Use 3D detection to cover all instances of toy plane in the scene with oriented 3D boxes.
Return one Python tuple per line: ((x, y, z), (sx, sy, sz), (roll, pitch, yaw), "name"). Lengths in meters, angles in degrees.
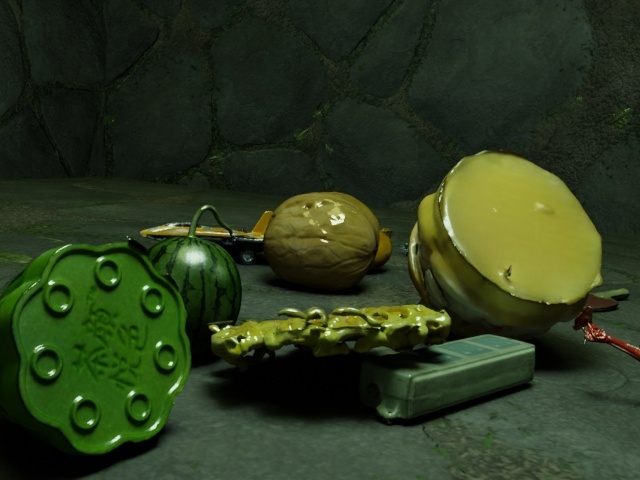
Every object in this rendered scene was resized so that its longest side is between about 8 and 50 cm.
((-0.226, 0.003, 1.451), (0.316, 0.103, 0.204), (-8, 11, -28), "toy plane")
((0.395, 0.137, 0.775), (0.194, 0.126, 0.077), (40, 43, -2), "toy plane")
((0.238, 0.023, 1.783), (0.078, 0.031, 0.083), (24, 17, 19), "toy plane")

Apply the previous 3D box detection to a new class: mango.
((0.085, 0.025, 1.480), (0.115, 0.090, 0.178), (-1, 5, 42), "mango")

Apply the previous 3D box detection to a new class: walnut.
((0.151, -0.010, 1.879), (0.091, 0.052, 0.121), (7, 6, 21), "walnut")
((0.000, 0.000, 1.284), (0.221, 0.195, 0.195), (0, 7, 15), "walnut")

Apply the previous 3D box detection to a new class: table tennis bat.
((0.546, 0.116, 1.365), (0.234, 0.022, 0.131), (-3, 11, -35), "table tennis bat")

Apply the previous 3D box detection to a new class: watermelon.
((-0.164, 0.048, 0.831), (0.140, 0.187, 0.141), (5, -2, 0), "watermelon")

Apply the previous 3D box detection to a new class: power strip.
((0.154, 0.150, 0.776), (0.272, 0.052, 0.078), (-3, 8, -41), "power strip")

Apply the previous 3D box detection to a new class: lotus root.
((-0.236, 0.099, 0.608), (0.186, 0.186, 0.186), (5, 8, -1), "lotus root")

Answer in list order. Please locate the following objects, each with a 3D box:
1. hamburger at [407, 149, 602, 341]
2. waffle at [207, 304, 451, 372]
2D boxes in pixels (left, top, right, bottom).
((0.249, 0.035, 1.003), (0.276, 0.276, 0.237), (2, -34, -18), "hamburger")
((0.013, 0.108, 0.779), (0.280, 0.060, 0.262), (-6, -8, -8), "waffle")
